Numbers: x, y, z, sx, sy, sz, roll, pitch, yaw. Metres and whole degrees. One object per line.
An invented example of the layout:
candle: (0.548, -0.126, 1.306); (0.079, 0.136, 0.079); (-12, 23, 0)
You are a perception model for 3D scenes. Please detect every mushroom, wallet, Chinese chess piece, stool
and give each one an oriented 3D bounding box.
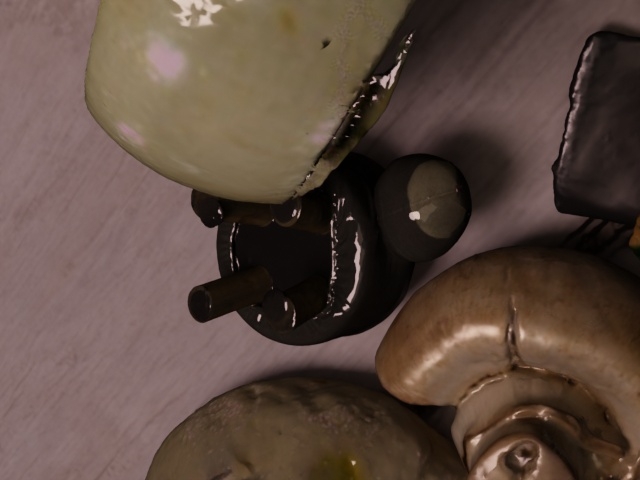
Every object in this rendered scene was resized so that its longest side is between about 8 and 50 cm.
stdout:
mushroom: (0.177, 0.108, 0.632); (0.254, 0.195, 0.189); (35, 114, 4)
wallet: (0.316, -0.057, 0.616); (0.285, 0.030, 0.146); (14, 115, 16)
Chinese chess piece: (-0.004, -0.188, 0.510); (0.146, 0.349, 0.349); (27, 116, -8)
stool: (-0.004, -0.008, 0.670); (0.228, 0.139, 0.153); (-45, 68, 30)

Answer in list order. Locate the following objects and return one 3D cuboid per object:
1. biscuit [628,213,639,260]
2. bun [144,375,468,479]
biscuit: (0.362, 0.043, 0.506); (0.344, 0.287, 0.057); (24, 80, 4)
bun: (-0.016, 0.304, 0.757); (0.365, 0.219, 0.365); (5, 107, 16)
